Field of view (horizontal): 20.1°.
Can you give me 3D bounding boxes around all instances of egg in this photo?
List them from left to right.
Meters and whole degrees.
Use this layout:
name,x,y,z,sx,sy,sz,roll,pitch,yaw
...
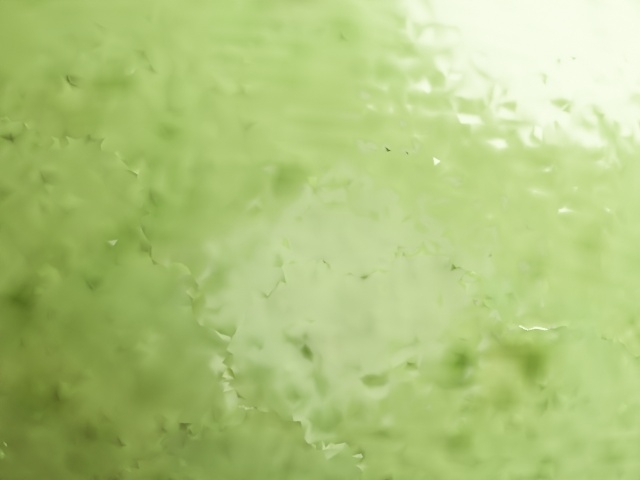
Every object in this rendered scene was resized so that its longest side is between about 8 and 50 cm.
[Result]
name,x,y,z,sx,sy,sz,roll,pitch,yaw
egg,0.000,0.000,0.502,0.379,0.287,0.288,-11,104,-31
